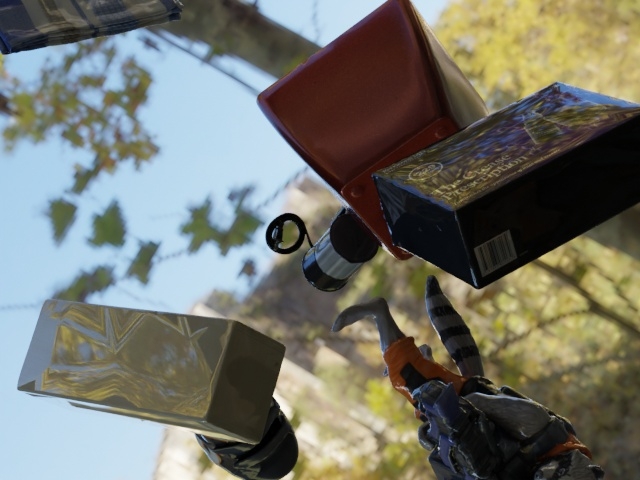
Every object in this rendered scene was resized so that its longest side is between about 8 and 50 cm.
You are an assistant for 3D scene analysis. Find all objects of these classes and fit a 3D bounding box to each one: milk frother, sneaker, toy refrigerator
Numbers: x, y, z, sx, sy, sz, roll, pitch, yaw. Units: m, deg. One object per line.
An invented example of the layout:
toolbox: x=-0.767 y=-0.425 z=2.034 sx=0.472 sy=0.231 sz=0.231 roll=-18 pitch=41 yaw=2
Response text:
milk frother: x=0.000 y=0.000 z=2.261 sx=0.135 sy=0.143 sz=0.129 roll=131 pitch=135 yaw=-59
sneaker: x=-0.117 y=0.258 z=2.042 sx=0.126 sy=0.127 sz=0.321 roll=-51 pitch=-53 yaw=-13
toy refrigerator: x=-0.170 y=0.129 z=1.434 sx=0.094 sy=0.269 sz=0.102 roll=32 pitch=-113 yaw=-48

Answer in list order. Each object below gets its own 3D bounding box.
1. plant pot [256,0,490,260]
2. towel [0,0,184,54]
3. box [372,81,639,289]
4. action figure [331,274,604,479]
plant pot: x=0.110 y=-0.134 z=2.039 sx=0.267 sy=0.236 sz=0.267 roll=-35 pitch=-49 yaw=9
towel: x=-0.354 y=-0.366 z=2.002 sx=0.285 sy=0.209 sz=0.034 roll=-19 pitch=-21 yaw=-33
box: x=0.218 y=-0.067 z=1.572 sx=0.261 sy=0.103 sz=0.184 roll=-27 pitch=23 yaw=-18
action figure: x=0.166 y=0.171 z=1.531 sx=0.178 sy=0.330 sz=0.341 roll=-42 pitch=-31 yaw=-14
